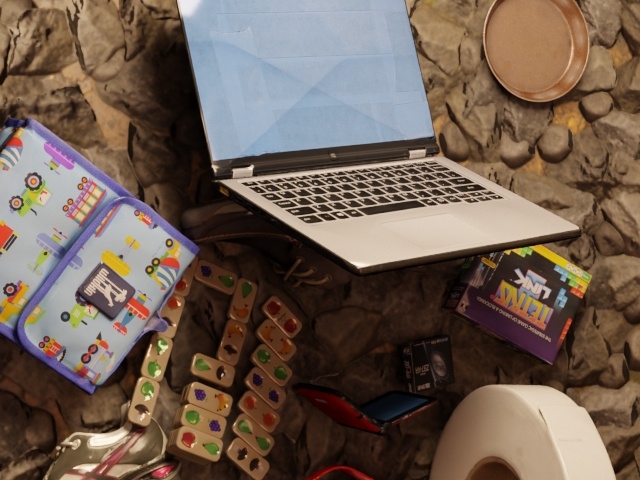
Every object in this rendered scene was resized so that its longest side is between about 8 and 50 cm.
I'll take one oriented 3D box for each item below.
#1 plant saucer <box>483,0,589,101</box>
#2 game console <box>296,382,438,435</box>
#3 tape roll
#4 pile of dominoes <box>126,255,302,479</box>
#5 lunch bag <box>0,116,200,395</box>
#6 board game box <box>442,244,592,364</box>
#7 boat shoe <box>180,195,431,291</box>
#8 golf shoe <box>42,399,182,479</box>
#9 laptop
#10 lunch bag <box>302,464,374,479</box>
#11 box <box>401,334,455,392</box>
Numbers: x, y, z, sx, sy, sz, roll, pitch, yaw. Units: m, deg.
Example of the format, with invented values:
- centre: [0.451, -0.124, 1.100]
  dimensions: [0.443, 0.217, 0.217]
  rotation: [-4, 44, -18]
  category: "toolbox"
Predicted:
- centre: [0.294, -0.275, 2.020]
  dimensions: [0.168, 0.029, 0.168]
  rotation: [0, 89, -21]
  category: "plant saucer"
- centre: [0.057, 0.196, 1.857]
  dimensions: [0.124, 0.144, 0.085]
  rotation: [40, 75, -16]
  category: "game console"
- centre: [0.243, 0.369, 1.800]
  dimensions: [0.072, 0.392, 0.392]
  rotation: [4, 88, -22]
  category: "tape roll"
- centre: [-0.118, 0.154, 1.806]
  dimensions: [0.196, 0.040, 0.251]
  rotation: [24, 64, -21]
  category: "pile of dominoes"
- centre: [-0.304, 0.028, 1.724]
  dimensions: [0.293, 0.138, 0.221]
  rotation: [38, 80, -22]
  category: "lunch bag"
- centre: [0.270, 0.071, 1.996]
  dimensions: [0.170, 0.048, 0.141]
  rotation: [29, 78, -19]
  category: "board game box"
- centre: [0.000, 0.000, 1.844]
  dimensions: [0.355, 0.132, 0.130]
  rotation: [-2, 90, -21]
  category: "boat shoe"
- centre: [-0.301, 0.298, 1.746]
  dimensions: [0.273, 0.105, 0.120]
  rotation: [-28, 90, -28]
  category: "golf shoe"
- centre: [0.070, -0.163, 1.745]
  dimensions: [0.382, 0.408, 0.236]
  rotation: [-9, 120, -41]
  category: "laptop"
- centre: [0.019, 0.416, 1.847]
  dimensions: [0.293, 0.120, 0.258]
  rotation: [-3, 82, -21]
  category: "lunch bag"
- centre: [0.143, 0.164, 1.943]
  dimensions: [0.083, 0.018, 0.067]
  rotation: [-7, 92, -45]
  category: "box"
